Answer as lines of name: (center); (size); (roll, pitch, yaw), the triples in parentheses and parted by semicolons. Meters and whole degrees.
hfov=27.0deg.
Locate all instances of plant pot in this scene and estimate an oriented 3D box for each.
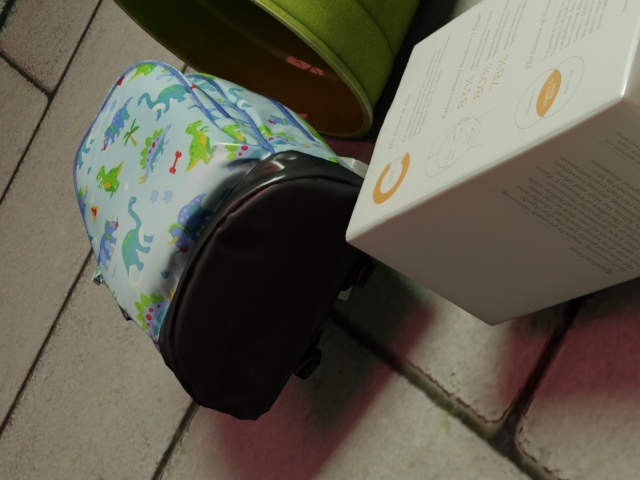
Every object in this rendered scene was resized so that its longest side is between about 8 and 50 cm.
plant pot: (-0.011, -0.362, 1.495); (0.353, 0.366, 0.366); (-58, 30, -10)

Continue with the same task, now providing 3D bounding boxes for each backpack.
backpack: (-0.114, -0.038, 1.393); (0.290, 0.273, 0.355); (-60, 19, 22)

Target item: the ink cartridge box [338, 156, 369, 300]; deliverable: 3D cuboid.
ink cartridge box: (0.000, 0.000, 1.459); (0.104, 0.060, 0.180); (14, 81, 58)

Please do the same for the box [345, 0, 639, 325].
box: (0.201, -0.093, 1.045); (0.345, 0.168, 0.215); (-26, 38, 56)
